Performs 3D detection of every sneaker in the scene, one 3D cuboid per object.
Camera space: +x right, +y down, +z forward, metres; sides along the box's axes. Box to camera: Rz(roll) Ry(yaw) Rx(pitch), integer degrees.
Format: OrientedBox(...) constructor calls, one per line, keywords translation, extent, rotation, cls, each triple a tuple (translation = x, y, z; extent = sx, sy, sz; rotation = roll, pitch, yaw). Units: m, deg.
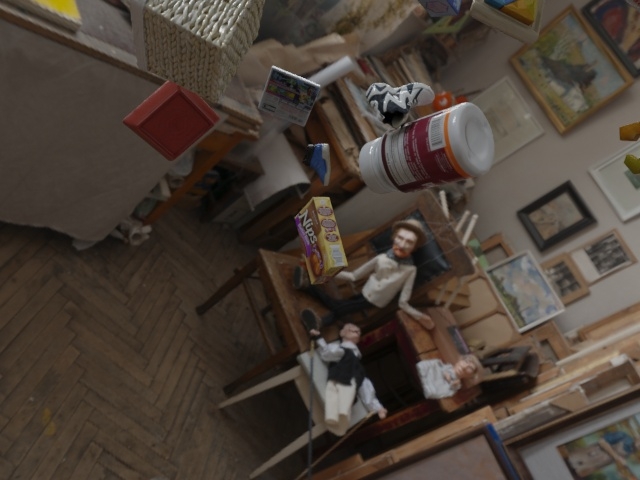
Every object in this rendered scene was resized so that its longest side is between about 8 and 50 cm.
OrientedBox(translation=(0.267, -0.413, 1.660), extent=(0.235, 0.094, 0.153), rotation=(0, 64, -26), cls="sneaker")
OrientedBox(translation=(-0.014, -0.242, 1.685), extent=(0.152, 0.084, 0.058), rotation=(85, 11, -46), cls="sneaker")

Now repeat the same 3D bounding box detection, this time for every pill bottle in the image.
OrientedBox(translation=(0.328, -0.276, 1.689), extent=(0.224, 0.392, 0.224), rotation=(9, 76, -42), cls="pill bottle")

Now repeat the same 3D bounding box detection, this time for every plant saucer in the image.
OrientedBox(translation=(-0.522, -0.422, 1.896), extent=(0.048, 0.258, 0.259), rotation=(55, 6, 36), cls="plant saucer")

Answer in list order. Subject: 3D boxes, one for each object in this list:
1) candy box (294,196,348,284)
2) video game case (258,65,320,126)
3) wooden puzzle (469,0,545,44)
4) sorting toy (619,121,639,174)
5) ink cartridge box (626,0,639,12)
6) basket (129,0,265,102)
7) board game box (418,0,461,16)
OrientedBox(translation=(0.000, 0.000, 1.283), extent=(0.053, 0.109, 0.187), rotation=(-3, 67, -31), cls="candy box")
OrientedBox(translation=(-0.124, -0.565, 2.079), extent=(0.201, 0.183, 0.023), rotation=(20, 37, -9), cls="video game case")
OrientedBox(translation=(0.539, -0.697, 1.475), extent=(0.221, 0.044, 0.239), rotation=(19, 80, -15), cls="wooden puzzle")
OrientedBox(translation=(0.700, -0.178, 0.974), extent=(0.041, 0.307, 0.229), rotation=(3, 84, -27), cls="sorting toy")
OrientedBox(translation=(0.614, -0.455, 0.821), extent=(0.171, 0.168, 0.233), rotation=(37, 7, -6), cls="ink cartridge box")
OrientedBox(translation=(-0.331, -0.628, 1.476), extent=(0.266, 0.331, 0.328), rotation=(26, 71, -6), cls="basket")
OrientedBox(translation=(0.194, -0.618, 0.920), extent=(0.318, 0.066, 0.319), rotation=(11, 93, -53), cls="board game box")
